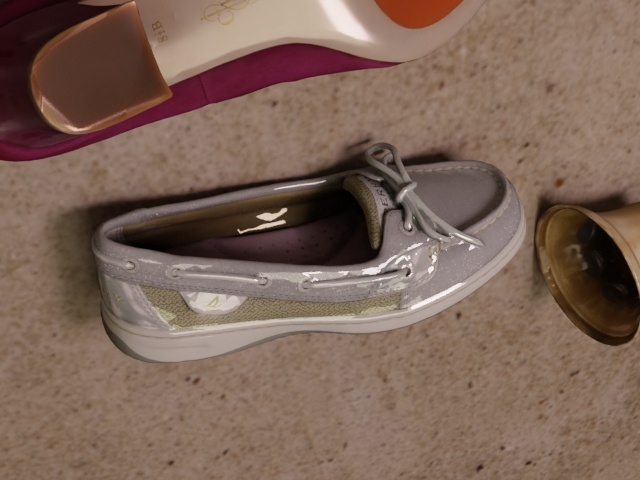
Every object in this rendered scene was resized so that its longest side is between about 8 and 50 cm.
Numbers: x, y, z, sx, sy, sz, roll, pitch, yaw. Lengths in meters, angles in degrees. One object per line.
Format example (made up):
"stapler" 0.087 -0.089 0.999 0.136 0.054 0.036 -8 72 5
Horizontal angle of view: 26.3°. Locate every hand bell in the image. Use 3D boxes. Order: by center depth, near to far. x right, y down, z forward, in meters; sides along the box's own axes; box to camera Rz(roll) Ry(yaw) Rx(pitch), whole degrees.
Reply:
"hand bell" 0.313 -0.021 1.152 0.242 0.126 0.126 -27 137 -23

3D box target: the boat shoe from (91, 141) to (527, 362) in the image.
"boat shoe" -0.002 -0.002 0.976 0.320 0.118 0.103 -11 137 -10

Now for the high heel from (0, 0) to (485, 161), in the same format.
"high heel" -0.059 -0.150 0.863 0.377 0.181 0.127 -21 105 -32
